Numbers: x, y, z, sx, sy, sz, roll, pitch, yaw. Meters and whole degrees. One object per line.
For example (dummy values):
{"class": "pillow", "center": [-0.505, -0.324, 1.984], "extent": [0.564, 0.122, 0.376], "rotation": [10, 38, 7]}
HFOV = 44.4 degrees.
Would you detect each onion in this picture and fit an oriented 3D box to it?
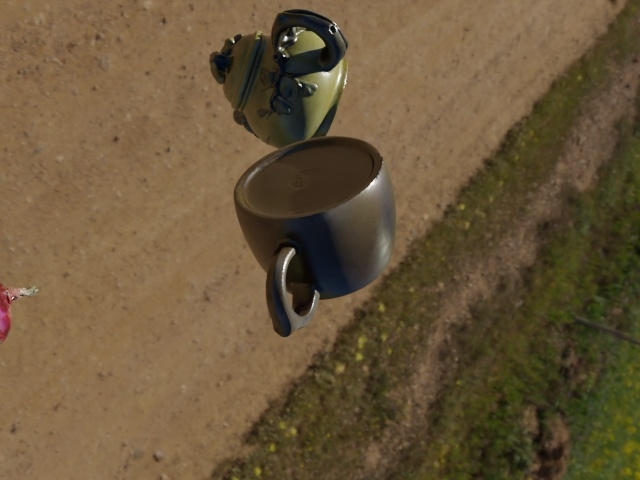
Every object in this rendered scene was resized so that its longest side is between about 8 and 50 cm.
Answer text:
{"class": "onion", "center": [-0.586, 0.115, 1.427], "extent": [0.140, 0.150, 0.150], "rotation": [-12, 124, -12]}

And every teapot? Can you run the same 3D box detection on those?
{"class": "teapot", "center": [-0.062, -0.226, 1.067], "extent": [0.269, 0.183, 0.173], "rotation": [128, -23, -62]}
{"class": "teapot", "center": [0.000, 0.000, 0.383], "extent": [0.121, 0.076, 0.068], "rotation": [-66, 146, -48]}
